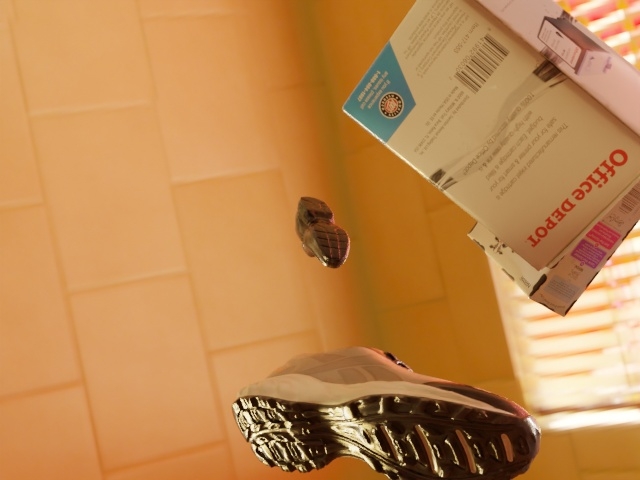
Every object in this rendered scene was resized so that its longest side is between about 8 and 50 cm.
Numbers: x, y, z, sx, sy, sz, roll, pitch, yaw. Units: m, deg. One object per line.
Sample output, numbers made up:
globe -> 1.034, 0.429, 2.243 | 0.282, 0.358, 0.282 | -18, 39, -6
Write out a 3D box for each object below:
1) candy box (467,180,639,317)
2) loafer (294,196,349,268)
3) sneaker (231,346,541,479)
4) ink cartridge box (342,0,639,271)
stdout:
candy box -> 0.293, -0.034, 1.454 | 0.070, 0.196, 0.165 | 26, 15, -34
loafer -> 0.000, 0.000, 1.771 | 0.062, 0.061, 0.170 | 12, 26, -19
sneaker -> 0.054, 0.129, 0.950 | 0.271, 0.100, 0.108 | 2, 34, 40
ink cartridge box -> 0.133, -0.093, 0.845 | 0.139, 0.191, 0.082 | -52, -2, 42
